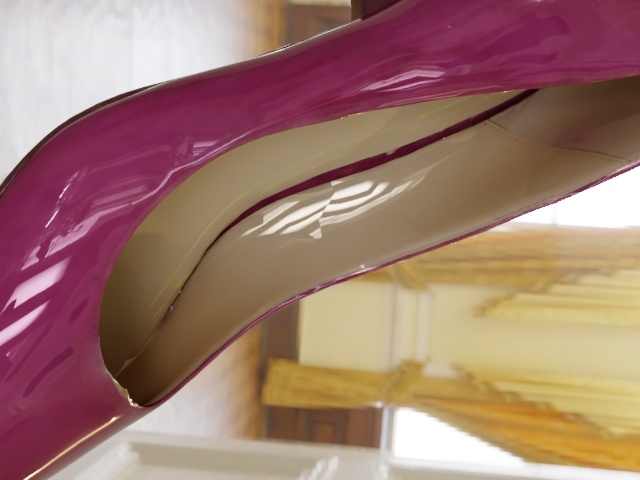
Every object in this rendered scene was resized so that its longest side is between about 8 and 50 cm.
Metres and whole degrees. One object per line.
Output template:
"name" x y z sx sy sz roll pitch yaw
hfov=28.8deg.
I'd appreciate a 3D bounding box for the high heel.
"high heel" 0.000 0.000 0.485 0.377 0.181 0.127 -48 148 -10
